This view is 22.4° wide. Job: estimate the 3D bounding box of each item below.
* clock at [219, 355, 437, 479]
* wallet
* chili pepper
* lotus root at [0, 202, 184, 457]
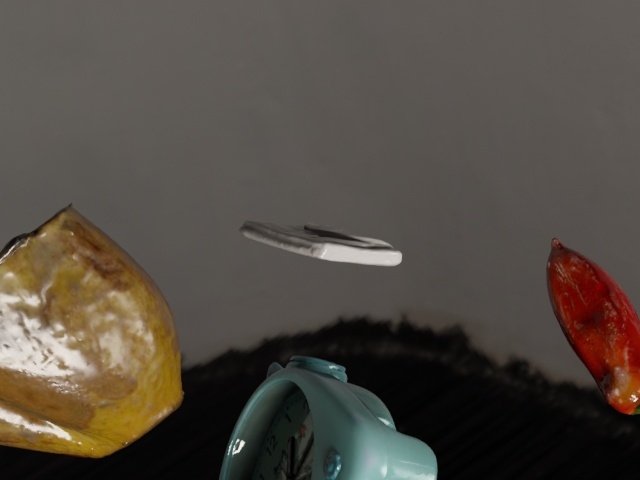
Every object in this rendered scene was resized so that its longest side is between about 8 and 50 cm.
[{"bbox_3d":[-0.009,0.217,1.424,0.224,0.094,0.274,-66,25,16],"label":"clock"},{"bbox_3d":[0.000,0.000,1.829,0.183,0.124,0.032,19,102,55],"label":"wallet"},{"bbox_3d":[0.219,0.077,1.222,0.059,0.050,0.191,-46,57,35],"label":"chili pepper"},{"bbox_3d":[-0.204,0.094,1.236,0.180,0.199,0.188,49,177,-6],"label":"lotus root"}]
